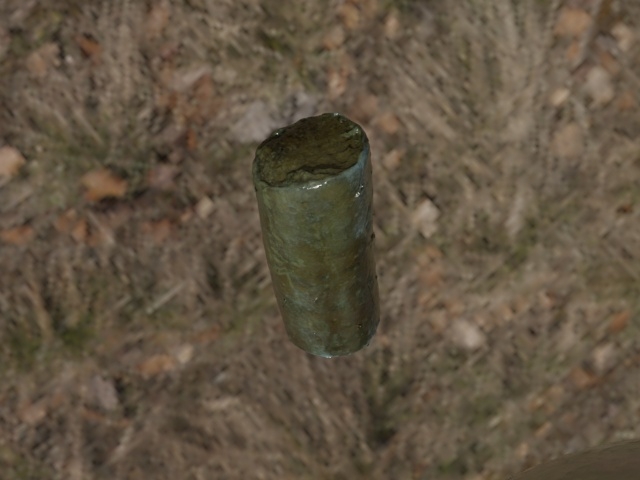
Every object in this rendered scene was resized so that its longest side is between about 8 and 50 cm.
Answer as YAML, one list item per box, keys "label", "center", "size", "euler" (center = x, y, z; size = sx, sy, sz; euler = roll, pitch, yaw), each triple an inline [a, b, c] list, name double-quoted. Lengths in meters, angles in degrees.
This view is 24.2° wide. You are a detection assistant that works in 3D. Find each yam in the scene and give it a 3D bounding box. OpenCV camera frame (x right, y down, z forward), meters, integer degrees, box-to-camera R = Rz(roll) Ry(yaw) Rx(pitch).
- label: "yam"
  center: [0.000, 0.000, 0.685]
  size: [0.054, 0.054, 0.132]
  euler: [-33, 144, -20]

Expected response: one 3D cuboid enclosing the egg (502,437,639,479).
- label: "egg"
  center: [0.223, 0.246, 0.715]
  size: [0.340, 0.354, 0.354]
  euler: [-27, 158, -2]
